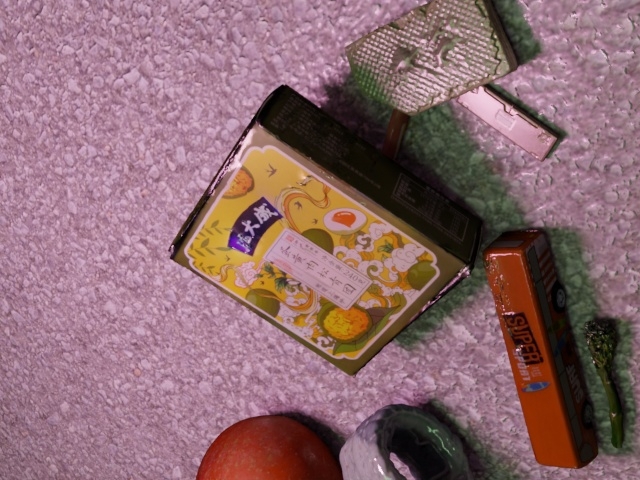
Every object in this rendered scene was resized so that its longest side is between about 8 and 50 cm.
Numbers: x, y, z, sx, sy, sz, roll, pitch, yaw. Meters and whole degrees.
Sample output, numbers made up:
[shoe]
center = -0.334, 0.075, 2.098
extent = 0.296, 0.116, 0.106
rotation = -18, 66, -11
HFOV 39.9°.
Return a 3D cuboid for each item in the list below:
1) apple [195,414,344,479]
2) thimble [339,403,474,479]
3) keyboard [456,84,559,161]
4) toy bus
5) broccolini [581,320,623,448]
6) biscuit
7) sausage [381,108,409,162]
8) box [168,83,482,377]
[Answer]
[apple]
center = -0.106, 0.548, 1.860
extent = 0.349, 0.277, 0.348
rotation = 19, 124, 30
[thimble]
center = 0.160, 0.435, 1.639
extent = 0.250, 0.205, 0.172
rotation = 41, 133, 7
[keyboard]
center = 0.284, -0.188, 1.341
extent = 0.166, 0.017, 0.055
rotation = 39, 136, 16
[toy bus]
center = 0.358, 0.184, 1.427
extent = 0.093, 0.092, 0.408
rotation = -5, 108, 42
[broccolini]
center = 0.462, 0.231, 1.411
extent = 0.054, 0.051, 0.239
rotation = -120, 11, -68
[biscuit]
center = 0.160, -0.279, 1.343
extent = 0.252, 0.052, 0.150
rotation = -19, 95, 37
[sausage]
center = 0.119, -0.157, 1.477
extent = 0.029, 0.029, 0.223
rotation = 30, 128, 23
[box]
center = 0.000, 0.000, 1.497
extent = 0.420, 0.138, 0.373
rotation = 34, 133, -6
